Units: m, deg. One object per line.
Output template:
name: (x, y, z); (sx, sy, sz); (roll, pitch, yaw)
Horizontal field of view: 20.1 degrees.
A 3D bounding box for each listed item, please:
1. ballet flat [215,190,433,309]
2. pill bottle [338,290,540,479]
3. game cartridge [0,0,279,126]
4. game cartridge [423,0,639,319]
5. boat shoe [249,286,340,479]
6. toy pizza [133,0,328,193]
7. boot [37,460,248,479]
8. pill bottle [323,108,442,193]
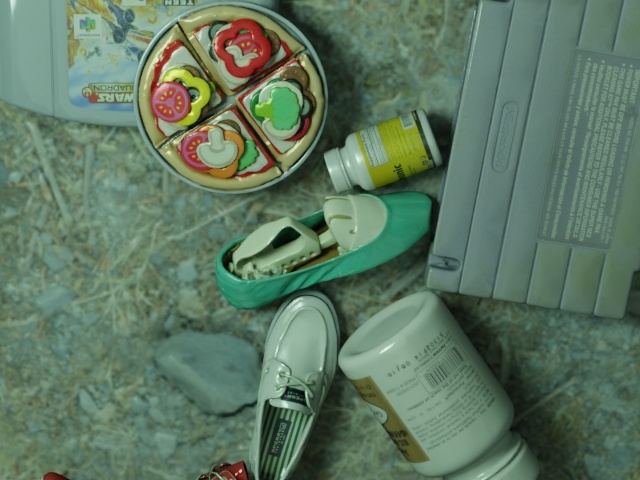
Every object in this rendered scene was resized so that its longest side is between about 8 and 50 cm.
ballet flat: (0.000, 0.000, 1.910); (0.247, 0.083, 0.087); (-23, 144, 7)
pill bottle: (0.132, 0.180, 1.941); (0.131, 0.131, 0.229); (-34, 102, 8)
game cartridge: (-0.190, -0.217, 1.879); (0.297, 0.062, 0.198); (0, 100, -1)
game cartridge: (0.251, -0.104, 1.909); (0.230, 0.068, 0.355); (9, 104, -7)
boat shoe: (-0.026, 0.166, 1.965); (0.083, 0.076, 0.226); (9, 104, -3)
toy pizza: (-0.092, -0.144, 1.855); (0.201, 0.032, 0.201); (0, 104, -1)
boot: (-0.178, 0.283, 1.991); (0.244, 0.088, 0.176); (33, 101, -17)
pill bottle: (0.065, -0.091, 1.906); (0.116, 0.065, 0.065); (-19, 104, 5)
